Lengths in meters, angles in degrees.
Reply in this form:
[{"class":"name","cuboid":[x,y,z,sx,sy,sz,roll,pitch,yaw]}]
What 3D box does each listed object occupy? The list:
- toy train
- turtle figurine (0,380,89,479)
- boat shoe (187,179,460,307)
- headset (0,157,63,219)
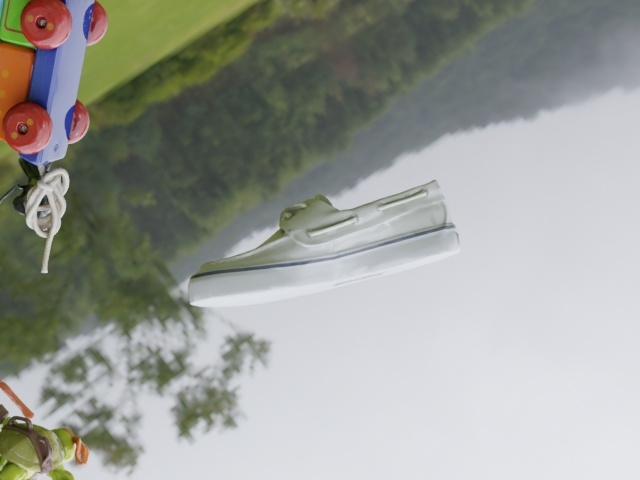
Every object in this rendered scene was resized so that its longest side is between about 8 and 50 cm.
[{"class":"toy train","cuboid":[-0.277,-0.107,1.157,0.105,0.143,0.248,-40,144,-75]},{"class":"turtle figurine","cuboid":[-0.329,0.253,1.522,0.087,0.269,0.217,-50,163,27]},{"class":"boat shoe","cuboid":[0.000,0.000,1.296,0.267,0.088,0.096,-13,173,-10]},{"class":"headset","cuboid":[-0.436,0.030,1.349,0.394,0.243,0.185,-24,-140,8]}]
